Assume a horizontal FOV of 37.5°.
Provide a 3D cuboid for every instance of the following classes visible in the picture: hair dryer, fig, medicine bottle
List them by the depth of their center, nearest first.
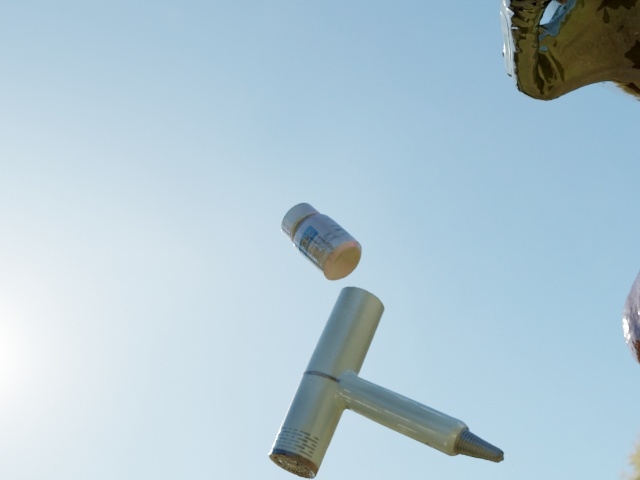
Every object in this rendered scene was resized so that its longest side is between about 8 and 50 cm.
[{"bbox_3d":[0.151,-0.100,0.373,0.186,0.148,0.142,-44,-80,-6],"label":"fig"},{"bbox_3d":[0.068,0.116,0.709,0.183,0.154,0.044,6,-32,30],"label":"hair dryer"},{"bbox_3d":[0.000,0.000,1.005,0.052,0.089,0.052,-26,-42,-26],"label":"medicine bottle"}]

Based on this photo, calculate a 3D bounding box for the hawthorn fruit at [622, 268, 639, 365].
[{"bbox_3d":[0.410,0.057,0.985,0.185,0.202,0.185,10,-21,4],"label":"hawthorn fruit"}]
